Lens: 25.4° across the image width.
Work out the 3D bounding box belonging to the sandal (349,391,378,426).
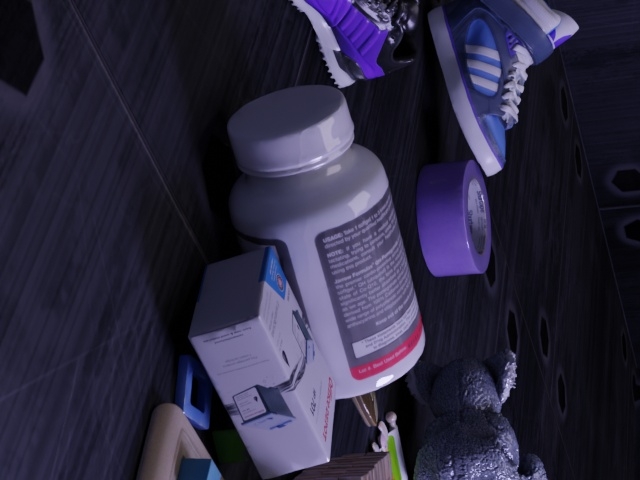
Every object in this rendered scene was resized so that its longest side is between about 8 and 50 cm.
[{"bbox_3d":[0.020,0.164,1.780,0.180,0.049,0.072,52,29,-32],"label":"sandal"}]

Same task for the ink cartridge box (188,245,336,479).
[{"bbox_3d":[-0.056,0.125,1.454,0.139,0.082,0.190,-84,152,-59],"label":"ink cartridge box"}]

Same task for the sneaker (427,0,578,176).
[{"bbox_3d":[0.330,-0.290,2.384,0.130,0.236,0.322,43,30,-69],"label":"sneaker"}]

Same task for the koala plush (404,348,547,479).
[{"bbox_3d":[0.217,0.267,2.075,0.203,0.196,0.221,50,36,-58],"label":"koala plush"}]

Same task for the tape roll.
[{"bbox_3d":[0.221,-0.036,2.338,0.189,0.080,0.189,-6,90,-70],"label":"tape roll"}]

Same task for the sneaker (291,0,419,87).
[{"bbox_3d":[0.052,-0.318,1.834,0.293,0.146,0.102,58,33,-53],"label":"sneaker"}]

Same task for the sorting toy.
[{"bbox_3d":[-0.117,0.278,1.350,0.196,0.047,0.347,62,29,-47],"label":"sorting toy"}]

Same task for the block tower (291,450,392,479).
[{"bbox_3d":[0.007,0.314,1.590,0.335,0.091,0.097,-5,89,-75],"label":"block tower"}]

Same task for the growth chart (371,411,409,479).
[{"bbox_3d":[0.090,0.361,1.954,0.237,0.021,0.172,-68,148,-56],"label":"growth chart"}]

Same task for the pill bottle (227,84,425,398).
[{"bbox_3d":[0.000,0.000,1.560,0.176,0.176,0.318,-64,144,-56],"label":"pill bottle"}]
